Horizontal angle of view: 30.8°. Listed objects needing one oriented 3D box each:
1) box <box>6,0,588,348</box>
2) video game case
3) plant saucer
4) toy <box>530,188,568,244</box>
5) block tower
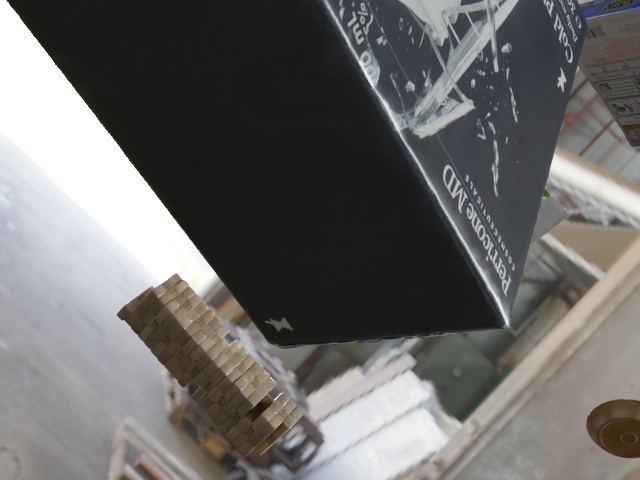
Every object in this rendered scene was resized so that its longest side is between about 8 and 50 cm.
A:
[{"bbox_3d":[0.024,-0.226,1.162,0.297,0.471,0.480,-7,-46,34],"label":"box"},{"bbox_3d":[0.506,-0.253,1.690,0.244,0.061,0.269,51,-24,-21],"label":"video game case"},{"bbox_3d":[0.306,0.191,1.153,0.083,0.083,0.015,43,38,-18],"label":"plant saucer"},{"bbox_3d":[0.287,-0.012,1.947,0.137,0.237,0.056,57,12,29],"label":"toy"},{"bbox_3d":[-0.181,0.203,1.925,0.335,0.097,0.091,46,31,3],"label":"block tower"}]
